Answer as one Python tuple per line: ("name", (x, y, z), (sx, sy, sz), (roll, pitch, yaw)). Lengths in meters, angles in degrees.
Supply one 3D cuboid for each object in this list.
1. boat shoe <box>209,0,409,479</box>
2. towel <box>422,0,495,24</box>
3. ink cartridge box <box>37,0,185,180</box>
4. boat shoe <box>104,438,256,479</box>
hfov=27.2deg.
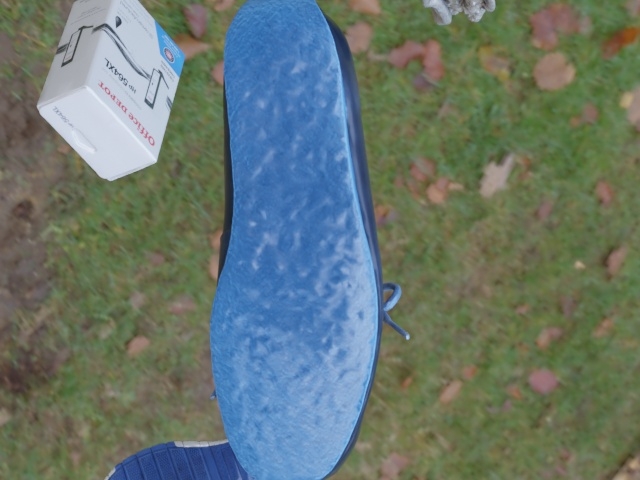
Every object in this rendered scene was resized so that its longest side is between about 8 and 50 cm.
("boat shoe", (0.000, 0.000, 0.710), (0.089, 0.109, 0.258), (14, 81, -78))
("towel", (0.059, -0.236, 0.737), (0.049, 0.282, 0.187), (-11, 81, 6))
("ink cartridge box", (-0.261, -0.202, 1.679), (0.086, 0.203, 0.148), (-18, 134, 27))
("boat shoe", (-0.092, 0.203, 1.108), (0.183, 0.066, 0.066), (-11, 153, -14))
